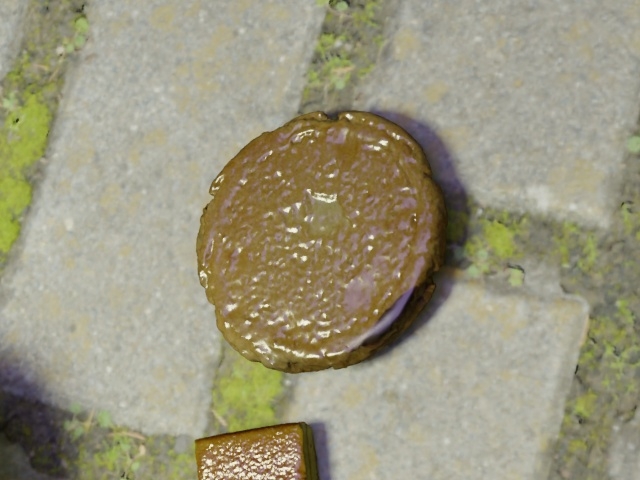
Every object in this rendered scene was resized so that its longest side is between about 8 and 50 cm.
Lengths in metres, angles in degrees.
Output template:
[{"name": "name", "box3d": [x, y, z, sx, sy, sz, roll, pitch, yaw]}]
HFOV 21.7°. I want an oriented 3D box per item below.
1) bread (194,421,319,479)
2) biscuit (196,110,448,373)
[{"name": "bread", "box3d": [-0.050, 0.195, 1.332, 0.094, 0.035, 0.090, -11, 73, 17]}, {"name": "biscuit", "box3d": [0.000, 0.000, 1.357, 0.226, 0.042, 0.226, -5, 76, 20]}]
